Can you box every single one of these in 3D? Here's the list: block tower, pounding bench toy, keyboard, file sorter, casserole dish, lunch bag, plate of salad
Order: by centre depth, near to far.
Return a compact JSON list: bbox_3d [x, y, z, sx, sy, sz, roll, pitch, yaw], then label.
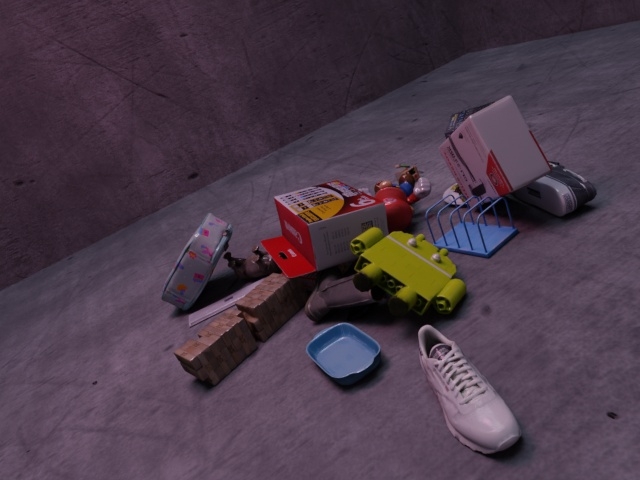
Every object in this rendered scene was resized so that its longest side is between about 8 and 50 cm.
[{"bbox_3d":[0.047,0.225,0.987,0.114,0.037,0.188,-31,22,-17],"label":"casserole dish"},{"bbox_3d":[0.125,0.119,1.175,0.100,0.038,0.192,-38,13,33],"label":"keyboard"},{"bbox_3d":[-0.178,0.201,1.196,0.335,0.090,0.097,-38,26,-32],"label":"block tower"},{"bbox_3d":[0.356,-0.043,1.200,0.118,0.104,0.170,-34,23,-25],"label":"file sorter"},{"bbox_3d":[0.450,-0.161,1.450,0.200,0.048,0.200,-21,22,9],"label":"plate of salad"},{"bbox_3d":[-0.265,0.176,1.453,0.256,0.014,0.072,-26,17,-7],"label":"keyboard"},{"bbox_3d":[-0.367,0.059,1.532,0.279,0.108,0.224,-56,9,20],"label":"lunch bag"},{"bbox_3d":[0.299,-0.239,1.733,0.065,0.083,0.052,-35,24,-25],"label":"pounding bench toy"}]

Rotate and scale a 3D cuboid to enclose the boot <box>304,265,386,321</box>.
[{"bbox_3d":[0.070,0.095,1.148,0.208,0.076,0.189,-34,25,41],"label":"boot"}]

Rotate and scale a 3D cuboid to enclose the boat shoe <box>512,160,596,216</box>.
[{"bbox_3d":[0.558,-0.154,1.248,0.102,0.108,0.301,-23,24,-2],"label":"boat shoe"}]

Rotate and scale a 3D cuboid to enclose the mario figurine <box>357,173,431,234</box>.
[{"bbox_3d":[0.212,-0.145,1.481,0.198,0.170,0.320,-53,3,21],"label":"mario figurine"}]

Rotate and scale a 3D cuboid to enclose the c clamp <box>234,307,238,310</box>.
[{"bbox_3d":[-0.195,0.189,1.322,0.137,0.022,0.160,-20,19,20],"label":"c clamp"}]

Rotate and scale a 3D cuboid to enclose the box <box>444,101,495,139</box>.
[{"bbox_3d":[0.600,-0.465,1.983,0.184,0.059,0.232,-12,25,27],"label":"box"}]

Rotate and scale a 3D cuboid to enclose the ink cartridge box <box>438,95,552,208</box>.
[{"bbox_3d":[0.414,-0.203,1.230,0.114,0.197,0.273,-27,-3,-3],"label":"ink cartridge box"}]

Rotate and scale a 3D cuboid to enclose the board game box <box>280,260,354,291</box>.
[{"bbox_3d":[0.006,0.059,1.357,0.147,0.045,0.193,6,40,37],"label":"board game box"}]

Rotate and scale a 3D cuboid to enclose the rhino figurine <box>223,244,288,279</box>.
[{"bbox_3d":[-0.168,0.065,1.490,0.243,0.106,0.073,-11,52,27],"label":"rhino figurine"}]

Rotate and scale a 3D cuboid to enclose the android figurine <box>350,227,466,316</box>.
[{"bbox_3d":[0.186,0.058,1.052,0.248,0.056,0.273,35,37,21],"label":"android figurine"}]

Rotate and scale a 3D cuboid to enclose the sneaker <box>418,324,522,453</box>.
[{"bbox_3d":[0.210,0.219,0.759,0.090,0.094,0.235,-25,23,-7],"label":"sneaker"}]

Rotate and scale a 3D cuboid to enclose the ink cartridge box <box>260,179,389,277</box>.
[{"bbox_3d":[-0.010,-0.042,1.313,0.272,0.130,0.309,-17,21,-16],"label":"ink cartridge box"}]
